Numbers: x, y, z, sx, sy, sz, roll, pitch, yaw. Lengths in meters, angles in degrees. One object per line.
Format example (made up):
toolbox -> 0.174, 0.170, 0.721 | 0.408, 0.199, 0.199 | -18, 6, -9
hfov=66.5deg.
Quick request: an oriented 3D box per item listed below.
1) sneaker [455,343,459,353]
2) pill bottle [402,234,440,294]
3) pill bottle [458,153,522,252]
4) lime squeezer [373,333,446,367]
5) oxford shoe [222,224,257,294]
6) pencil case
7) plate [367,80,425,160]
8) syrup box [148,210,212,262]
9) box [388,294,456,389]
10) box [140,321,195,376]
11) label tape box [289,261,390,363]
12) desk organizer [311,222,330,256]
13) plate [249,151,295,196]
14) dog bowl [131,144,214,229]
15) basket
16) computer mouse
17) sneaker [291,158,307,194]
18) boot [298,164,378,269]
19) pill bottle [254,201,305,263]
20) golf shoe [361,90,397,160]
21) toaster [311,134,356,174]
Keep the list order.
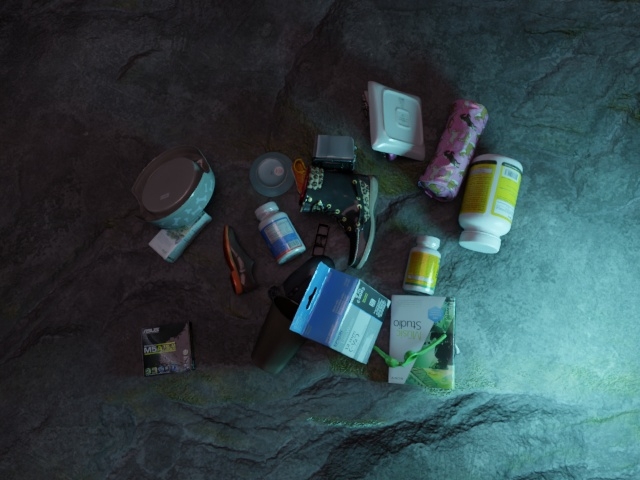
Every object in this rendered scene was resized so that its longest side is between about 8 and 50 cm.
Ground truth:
sneaker -> 0.441, 0.361, 1.793 | 0.065, 0.061, 0.158 | -42, 69, 3
pill bottle -> 0.380, 0.092, 1.811 | 0.117, 0.117, 0.209 | 12, 80, 5
pill bottle -> 0.618, -0.132, 1.804 | 0.187, 0.188, 0.334 | 15, 81, 6
lime squeezer -> 0.294, 0.396, 1.732 | 0.310, 0.059, 0.110 | -9, 46, 23
oxford shoe -> -0.313, 0.068, 1.879 | 0.098, 0.097, 0.272 | -12, 83, -19
pencil case -> 0.507, -0.346, 1.863 | 0.167, 0.160, 0.386 | 21, 81, 28
plate -> 0.305, -0.463, 1.879 | 0.277, 0.045, 0.278 | 5, 77, -33
syrup box -> -0.541, -0.034, 1.897 | 0.093, 0.096, 0.237 | 39, 84, 11
box -> 0.366, 0.360, 1.759 | 0.232, 0.058, 0.322 | -1, 80, 23
box -> -0.576, 0.409, 1.842 | 0.190, 0.045, 0.184 | -7, 81, 1
label tape box -> 0.079, 0.255, 1.680 | 0.115, 0.347, 0.249 | 14, 75, 40
desk organizer -> 0.000, 0.000, 1.883 | 0.047, 0.050, 0.130 | 12, 80, 5
plate -> -0.194, -0.269, 1.958 | 0.188, 0.024, 0.188 | -1, 79, 4
dog bowl -> -0.555, -0.195, 1.857 | 0.348, 0.102, 0.349 | -14, 55, 21
basket -> -0.142, 0.349, 1.749 | 0.204, 0.154, 0.227 | 40, 108, 39
computer mouse -> -0.056, 0.167, 1.827 | 0.188, 0.072, 0.272 | 44, 92, 10
sneaker -> -0.067, -0.238, 1.919 | 0.064, 0.067, 0.175 | -24, 81, -21
boot -> 0.060, -0.096, 1.816 | 0.284, 0.138, 0.378 | 13, 76, -13
pill bottle -> -0.160, -0.032, 1.862 | 0.124, 0.124, 0.222 | -29, 78, -2
golf shoe -> 0.264, -0.467, 1.928 | 0.140, 0.115, 0.307 | -17, 80, -3
toaster -> 0.045, -0.321, 1.884 | 0.185, 0.168, 0.110 | 3, 76, 3
